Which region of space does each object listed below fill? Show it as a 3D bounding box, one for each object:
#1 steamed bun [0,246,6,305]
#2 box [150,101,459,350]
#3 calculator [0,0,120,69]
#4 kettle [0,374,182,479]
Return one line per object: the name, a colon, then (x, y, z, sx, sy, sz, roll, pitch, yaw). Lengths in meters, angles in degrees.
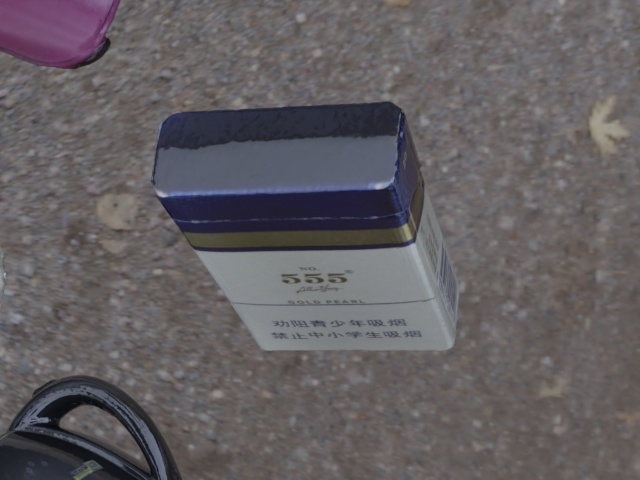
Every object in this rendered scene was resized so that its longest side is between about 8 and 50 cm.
steamed bun: (-0.395, 0.048, 1.231, 0.106, 0.182, 0.183, 38, 72, -52)
box: (0.000, 0.000, 0.900, 0.168, 0.259, 0.071, -1, 61, 14)
calculator: (-0.087, -0.147, 0.301, 0.126, 0.034, 0.191, 21, 74, -45)
kettle: (-0.292, 0.311, 1.540, 0.268, 0.290, 0.207, -58, 152, 0)
